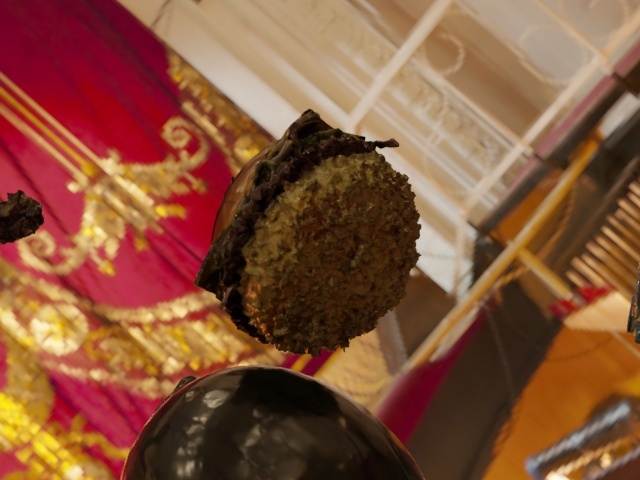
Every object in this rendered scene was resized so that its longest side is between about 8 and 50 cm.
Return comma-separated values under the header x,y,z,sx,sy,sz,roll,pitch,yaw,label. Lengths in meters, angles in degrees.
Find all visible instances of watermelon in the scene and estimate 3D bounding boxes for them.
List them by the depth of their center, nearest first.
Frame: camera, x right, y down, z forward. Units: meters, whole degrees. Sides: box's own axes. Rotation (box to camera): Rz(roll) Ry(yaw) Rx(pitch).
x,y,z,sx,sy,sz,roll,pitch,yaw,label
-0.046,0.267,1.174,0.279,0.359,0.278,-41,-26,-25,watermelon

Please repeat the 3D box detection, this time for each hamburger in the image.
x,y,z,sx,sy,sz,roll,pitch,yaw,label
0.000,0.000,1.191,0.262,0.139,0.243,29,-88,-51,hamburger

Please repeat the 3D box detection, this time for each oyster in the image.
x,y,z,sx,sy,sz,roll,pitch,yaw,label
-0.494,-0.022,1.895,0.132,0.086,0.029,-48,14,-18,oyster

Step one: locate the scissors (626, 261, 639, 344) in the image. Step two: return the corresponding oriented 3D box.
x,y,z,sx,sy,sz,roll,pitch,yaw,label
0.368,-0.071,1.296,0.180,0.032,0.392,70,-147,-63,scissors
